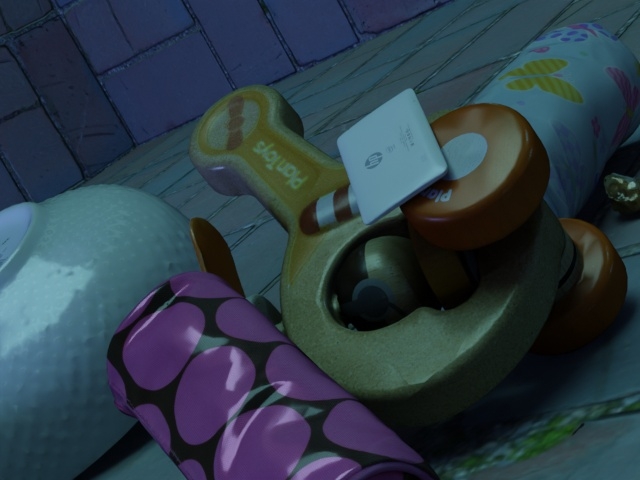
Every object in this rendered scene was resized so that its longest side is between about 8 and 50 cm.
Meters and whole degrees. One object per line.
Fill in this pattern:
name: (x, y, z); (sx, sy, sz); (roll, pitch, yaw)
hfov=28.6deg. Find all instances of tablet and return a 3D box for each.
tablet: (0.038, -0.047, 0.686); (0.054, 0.006, 0.083); (-34, 36, 15)

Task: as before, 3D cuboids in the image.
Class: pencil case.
pencil case: (-0.034, 0.097, 0.624); (0.098, 0.095, 0.209); (-45, 39, -7)
pencil case: (0.163, -0.067, 0.943); (0.113, 0.124, 0.273); (10, 32, 24)

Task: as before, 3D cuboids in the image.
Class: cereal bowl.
cereal bowl: (-0.259, 0.070, 1.080); (0.339, 0.141, 0.339); (-31, 26, 17)

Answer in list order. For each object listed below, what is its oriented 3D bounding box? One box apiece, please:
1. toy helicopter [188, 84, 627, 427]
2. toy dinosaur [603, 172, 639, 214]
toy helicopter: (0.000, 0.000, 0.793); (0.235, 0.140, 0.355); (-45, 39, -2)
toy dinosaur: (0.281, -0.061, 0.816); (0.211, 0.064, 0.112); (-27, 27, 55)
